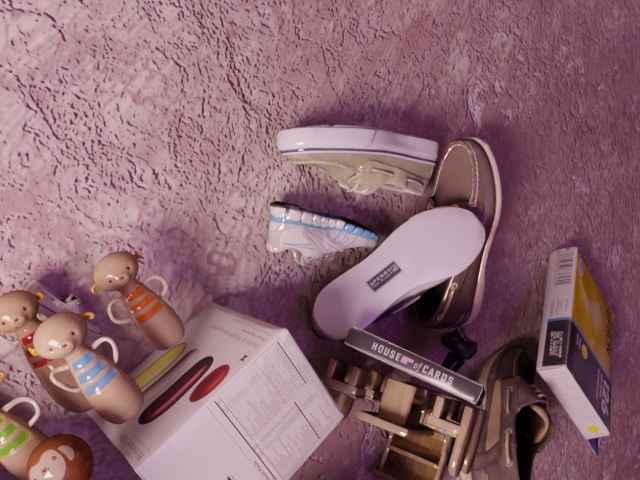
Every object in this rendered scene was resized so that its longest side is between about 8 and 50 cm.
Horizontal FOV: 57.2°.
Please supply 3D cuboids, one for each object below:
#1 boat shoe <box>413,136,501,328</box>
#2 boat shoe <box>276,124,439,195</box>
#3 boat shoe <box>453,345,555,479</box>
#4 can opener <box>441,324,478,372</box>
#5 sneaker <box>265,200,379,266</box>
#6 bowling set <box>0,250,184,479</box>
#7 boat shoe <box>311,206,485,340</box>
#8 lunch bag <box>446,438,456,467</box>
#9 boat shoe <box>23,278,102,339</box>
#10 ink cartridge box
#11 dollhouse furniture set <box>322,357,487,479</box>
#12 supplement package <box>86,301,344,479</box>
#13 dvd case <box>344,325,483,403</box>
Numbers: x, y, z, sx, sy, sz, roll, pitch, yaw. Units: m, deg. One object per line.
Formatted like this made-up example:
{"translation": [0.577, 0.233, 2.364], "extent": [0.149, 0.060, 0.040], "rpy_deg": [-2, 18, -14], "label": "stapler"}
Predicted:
{"translation": [0.216, -0.012, 0.972], "extent": [0.097, 0.117, 0.324], "rpy_deg": [-1, 100, -39], "label": "boat shoe"}
{"translation": [0.069, -0.113, 0.860], "extent": [0.302, 0.109, 0.094], "rpy_deg": [-1, 97, -39], "label": "boat shoe"}
{"translation": [0.346, 0.320, 1.033], "extent": [0.132, 0.130, 0.355], "rpy_deg": [60, 40, -20], "label": "boat shoe"}
{"translation": [0.235, 0.179, 0.999], "extent": [0.073, 0.059, 0.186], "rpy_deg": [-48, 162, 10], "label": "can opener"}
{"translation": [0.000, 0.000, 0.852], "extent": [0.191, 0.071, 0.082], "rpy_deg": [11, 100, -33], "label": "sneaker"}
{"translation": [-0.261, 0.130, 0.559], "extent": [0.287, 0.200, 0.154], "rpy_deg": [-38, 113, -15], "label": "bowling set"}
{"translation": [0.114, 0.055, 0.889], "extent": [0.301, 0.102, 0.108], "rpy_deg": [-35, 80, -16], "label": "boat shoe"}
{"translation": [0.268, 0.398, 1.072], "extent": [0.098, 0.065, 0.067], "rpy_deg": [47, 45, -30], "label": "lunch bag"}
{"translation": [-0.286, 0.077, 0.663], "extent": [0.100, 0.035, 0.035], "rpy_deg": [38, 75, -25], "label": "boat shoe"}
{"translation": [0.541, 0.225, 1.196], "extent": [0.307, 0.072, 0.303], "rpy_deg": [49, 44, -26], "label": "ink cartridge box"}
{"translation": [0.123, 0.296, 0.875], "extent": [0.242, 0.212, 0.160], "rpy_deg": [35, 72, -60], "label": "dollhouse furniture set"}
{"translation": [-0.126, 0.203, 0.690], "extent": [0.203, 0.194, 0.149], "rpy_deg": [-42, 116, -26], "label": "supplement package"}
{"translation": [0.143, 0.183, 0.829], "extent": [0.029, 0.179, 0.239], "rpy_deg": [-65, 159, -8], "label": "dvd case"}
